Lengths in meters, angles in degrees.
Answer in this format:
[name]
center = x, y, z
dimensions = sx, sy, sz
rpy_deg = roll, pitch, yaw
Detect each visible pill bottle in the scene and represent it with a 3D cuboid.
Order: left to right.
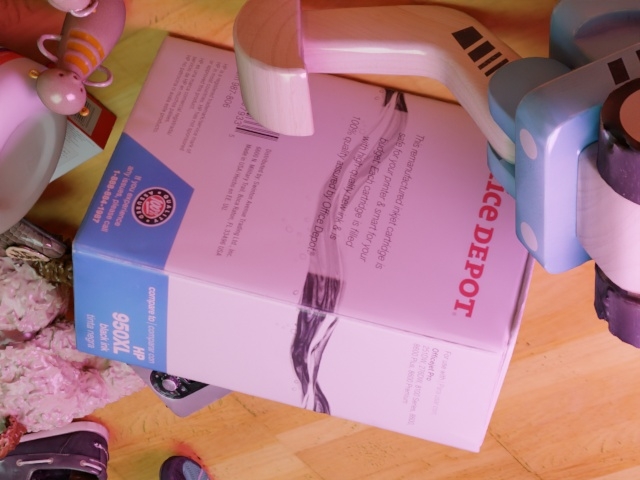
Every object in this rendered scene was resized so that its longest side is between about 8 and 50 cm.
[pill bottle]
center = -0.416, -0.138, 1.854
dimensions = 0.323, 0.181, 0.181
rpy_deg = 25, 141, 18

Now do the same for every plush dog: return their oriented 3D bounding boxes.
[plush dog]
center = -0.336, 0.095, 2.121
dimensions = 0.262, 0.210, 0.225
rpy_deg = -4, 110, 24

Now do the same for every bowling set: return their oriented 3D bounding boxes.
[bowling set]
center = -0.267, -0.267, 1.709
dimensions = 0.287, 0.154, 0.200
rpy_deg = 32, 137, -15

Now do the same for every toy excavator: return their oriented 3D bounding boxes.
[toy excavator]
center = 0.195, -0.119, 1.673
dimensions = 0.433, 0.445, 0.222
rpy_deg = -23, 137, -15

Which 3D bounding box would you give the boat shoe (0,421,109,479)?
[boat shoe]
center = -0.367, 0.286, 2.348
dimensions = 0.233, 0.079, 0.084
rpy_deg = -15, 148, 10

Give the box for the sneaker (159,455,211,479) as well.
[sneaker]
center = -0.176, 0.346, 2.392
dimensions = 0.098, 0.083, 0.224
rpy_deg = 2, 137, 25

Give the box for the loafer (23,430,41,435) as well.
[loafer]
center = -0.360, 0.216, 2.352
dimensions = 0.039, 0.045, 0.125
rpy_deg = -3, 143, 0

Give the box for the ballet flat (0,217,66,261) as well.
[ballet flat]
center = -0.375, -0.015, 2.038
dimensions = 0.249, 0.058, 0.084
rpy_deg = 18, 164, 26

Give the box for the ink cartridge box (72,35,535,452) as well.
[ink cartridge box]
center = 0.000, 0.000, 1.798
dimensions = 0.394, 0.285, 0.166
rpy_deg = 14, 140, 6

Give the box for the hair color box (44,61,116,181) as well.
[hair color box]
center = -0.298, -0.105, 1.972
dimensions = 0.167, 0.053, 0.093
rpy_deg = -27, 123, 37

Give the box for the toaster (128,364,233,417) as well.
[toaster]
center = -0.135, 0.062, 2.011
dimensions = 0.110, 0.186, 0.168
rpy_deg = -24, 115, 35
